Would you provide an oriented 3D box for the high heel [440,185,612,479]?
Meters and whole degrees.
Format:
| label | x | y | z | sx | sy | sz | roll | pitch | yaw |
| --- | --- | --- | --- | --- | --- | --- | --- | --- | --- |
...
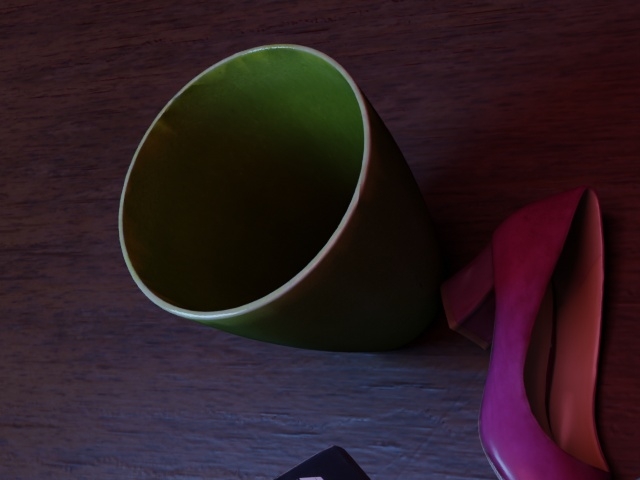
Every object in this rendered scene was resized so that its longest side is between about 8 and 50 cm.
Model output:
| label | x | y | z | sx | sy | sz | roll | pitch | yaw |
| --- | --- | --- | --- | --- | --- | --- | --- | --- | --- |
| high heel | 0.230 | 0.117 | 1.297 | 0.181 | 0.127 | 0.377 | -41 | 47 | 23 |

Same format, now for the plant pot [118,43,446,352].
| label | x | y | z | sx | sy | sz | roll | pitch | yaw |
| --- | --- | --- | --- | --- | --- | --- | --- | --- | --- |
| plant pot | 0.000 | 0.000 | 1.407 | 0.274 | 0.293 | 0.275 | -15 | 59 | 27 |

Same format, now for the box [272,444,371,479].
| label | x | y | z | sx | sy | sz | roll | pitch | yaw |
| --- | --- | --- | --- | --- | --- | --- | --- | --- | --- |
| box | 0.100 | 0.396 | 1.128 | 0.097 | 0.318 | 0.395 | -27 | 46 | -21 |

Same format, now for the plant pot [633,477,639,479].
| label | x | y | z | sx | sy | sz | roll | pitch | yaw |
| --- | --- | --- | --- | --- | --- | --- | --- | --- | --- |
| plant pot | 0.302 | 0.313 | 1.092 | 0.252 | 0.247 | 0.248 | -37 | 50 | -10 |
